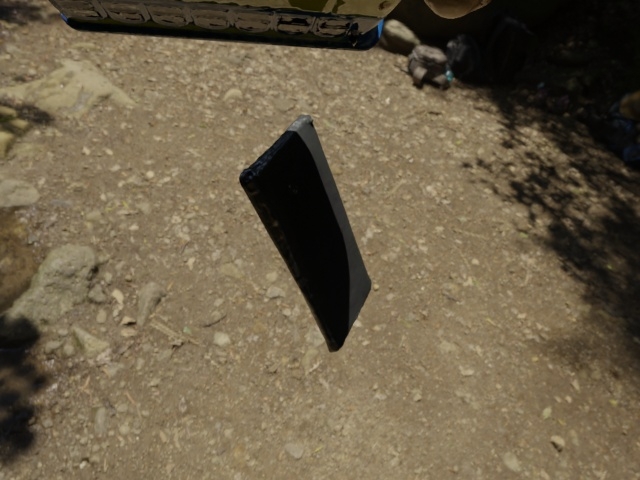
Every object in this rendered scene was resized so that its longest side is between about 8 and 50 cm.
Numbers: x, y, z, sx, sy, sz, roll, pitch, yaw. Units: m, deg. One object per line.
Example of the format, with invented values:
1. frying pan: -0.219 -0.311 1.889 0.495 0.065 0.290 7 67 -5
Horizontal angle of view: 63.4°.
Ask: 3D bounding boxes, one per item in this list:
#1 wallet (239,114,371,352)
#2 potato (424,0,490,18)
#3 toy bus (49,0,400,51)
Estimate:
1. wallet: -0.001 0.000 0.644 0.030 0.285 0.146 -1 39 30
2. potato: 0.265 -0.478 0.983 0.147 0.112 0.112 -5 36 23
3. toy bus: -0.071 -0.241 0.394 0.287 0.138 0.175 1 4 -9
